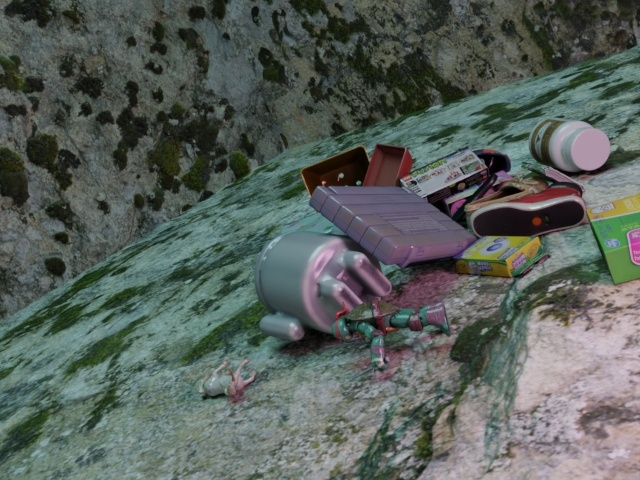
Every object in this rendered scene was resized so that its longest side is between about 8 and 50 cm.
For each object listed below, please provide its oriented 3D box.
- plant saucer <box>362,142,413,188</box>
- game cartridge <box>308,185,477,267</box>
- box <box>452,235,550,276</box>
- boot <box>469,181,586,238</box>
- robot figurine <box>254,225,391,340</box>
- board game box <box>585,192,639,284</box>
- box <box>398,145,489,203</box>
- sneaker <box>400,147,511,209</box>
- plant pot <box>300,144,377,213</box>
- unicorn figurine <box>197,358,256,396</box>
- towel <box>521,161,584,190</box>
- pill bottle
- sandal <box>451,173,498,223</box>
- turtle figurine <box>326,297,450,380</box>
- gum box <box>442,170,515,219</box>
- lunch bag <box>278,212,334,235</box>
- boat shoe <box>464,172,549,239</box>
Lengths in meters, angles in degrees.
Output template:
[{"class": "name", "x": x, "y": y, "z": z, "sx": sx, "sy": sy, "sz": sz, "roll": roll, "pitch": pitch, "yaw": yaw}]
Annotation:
[{"class": "plant saucer", "x": 0.180, "y": -0.144, "z": 2.129, "sx": 0.048, "sy": 0.258, "sz": 0.259, "roll": 16, "pitch": 5, "yaw": -17}, {"class": "game cartridge", "x": 0.163, "y": -0.034, "z": 1.562, "sx": 0.355, "sy": 0.230, "sz": 0.068, "roll": -5, "pitch": -48, "yaw": -53}, {"class": "box", "x": 0.367, "y": 0.031, "z": 1.514, "sx": 0.105, "sy": 0.043, "sz": 0.179, "roll": -31, "pitch": 18, "yaw": -28}, {"class": "boot", "x": 0.459, "y": -0.070, "z": 1.656, "sx": 0.244, "sy": 0.088, "sz": 0.176, "roll": -9, "pitch": 18, "yaw": 18}, {"class": "robot figurine", "x": -0.010, "y": 0.083, "z": 1.557, "sx": 0.300, "sy": 0.200, "sz": 0.353, "roll": -49, "pitch": 27, "yaw": -19}, {"class": "board game box", "x": 0.645, "y": -0.039, "z": 1.300, "sx": 0.317, "sy": 0.064, "sz": 0.242, "roll": -18, "pitch": 15, "yaw": 17}, {"class": "box", "x": 0.320, "y": -0.164, "z": 1.940, "sx": 0.207, "sy": 0.036, "sz": 0.114, "roll": -24, "pitch": 42, "yaw": -3}, {"class": "sneaker", "x": 0.369, "y": -0.160, "z": 2.017, "sx": 0.350, "sy": 0.131, "sz": 0.148, "roll": -31, "pitch": 19, "yaw": -22}, {"class": "plant pot", "x": 0.077, "y": -0.164, "z": 2.348, "sx": 0.212, "sy": 0.212, "sz": 0.187, "roll": -21, "pitch": 4, "yaw": 6}, {"class": "unicorn figurine", "x": -0.179, "y": 0.274, "z": 1.457, "sx": 0.162, "sy": 0.060, "sz": 0.111, "roll": -33, "pitch": 7, "yaw": 35}, {"class": "towel", "x": 0.557, "y": -0.153, "z": 1.798, "sx": 0.023, "sy": 0.113, "sz": 0.152, "roll": -62, "pitch": 12, "yaw": 5}, {"class": "pill bottle", "x": 0.636, "y": -0.243, "z": 1.905, "sx": 0.131, "sy": 0.131, "sz": 0.229, "roll": -23, "pitch": 15, "yaw": -2}, {"class": "sandal", "x": 0.380, "y": -0.086, "z": 1.827, "sx": 0.179, "sy": 0.040, "sz": 0.067, "roll": -48, "pitch": 7, "yaw": 11}, {"class": "turtle figurine", "x": 0.109, "y": 0.160, "z": 1.316, "sx": 0.234, "sy": 0.118, "sz": 0.175, "roll": -14, "pitch": 16, "yaw": 10}, {"class": "gum box", "x": 0.413, "y": -0.114, "z": 1.912, "sx": 0.188, "sy": 0.062, "sz": 0.107, "roll": -22, "pitch": 15, "yaw": 5}, {"class": "lunch bag", "x": 0.000, "y": 0.000, "z": 2.039, "sx": 0.224, "sy": 0.108, "sz": 0.279, "roll": -27, "pitch": 14, "yaw": -5}, {"class": "boat shoe", "x": 0.444, "y": -0.097, "z": 1.754, "sx": 0.285, "sy": 0.089, "sz": 0.104, "roll": -33, "pitch": 17, "yaw": -37}]
